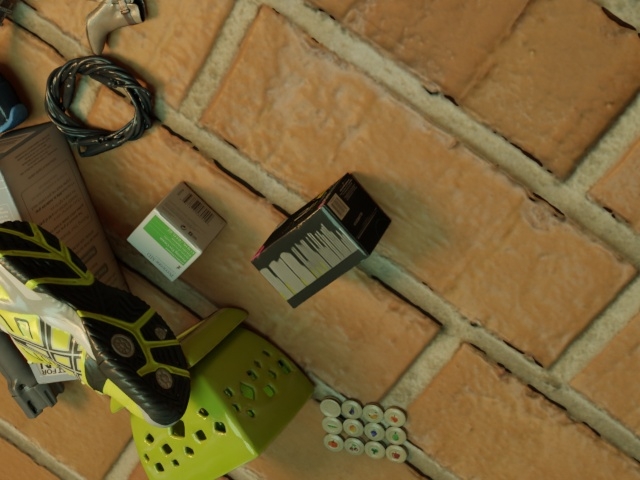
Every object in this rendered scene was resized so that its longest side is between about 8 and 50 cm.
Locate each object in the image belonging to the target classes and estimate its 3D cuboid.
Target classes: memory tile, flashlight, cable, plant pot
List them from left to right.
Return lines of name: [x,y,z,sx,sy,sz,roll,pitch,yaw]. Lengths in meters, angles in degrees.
flashlight: [-0.548,0.161,1.893,0.103,0.103,0.304,-31,121,-7]
cable: [-0.337,-0.213,1.669,0.184,0.047,0.150,-17,104,30]
plant pot: [-0.184,0.250,1.750,0.228,0.227,0.207,-33,95,31]
memory tile: [0.072,0.314,1.803,0.148,0.012,0.113,7,118,18]

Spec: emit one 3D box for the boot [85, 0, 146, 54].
boot: [-0.298,-0.326,1.591,0.087,0.042,0.118,7,119,15]

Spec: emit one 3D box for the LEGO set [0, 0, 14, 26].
LEGO set: [-0.628,-0.343,1.575,0.331,0.192,0.255,44,98,4]

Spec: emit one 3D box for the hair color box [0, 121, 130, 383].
hair color box: [-0.435,0.020,1.739,0.114,0.185,0.374,-10,112,23]

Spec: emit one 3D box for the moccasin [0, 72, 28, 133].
moccasin: [-0.631,-0.195,1.753,0.342,0.138,0.117,-17,105,13]

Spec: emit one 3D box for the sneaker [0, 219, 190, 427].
sneaker: [-0.352,0.138,1.602,0.385,0.145,0.147,43,122,2]

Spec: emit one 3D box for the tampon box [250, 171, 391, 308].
tampon box: [0.000,0.000,1.600,0.161,0.120,0.101,-36,100,32]

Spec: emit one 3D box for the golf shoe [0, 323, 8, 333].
golf shoe: [-0.469,0.164,1.864,0.086,0.067,0.186,-19,142,19]

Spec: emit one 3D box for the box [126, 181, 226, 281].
box: [-0.223,-0.014,1.690,0.101,0.102,0.087,43,125,-6]
